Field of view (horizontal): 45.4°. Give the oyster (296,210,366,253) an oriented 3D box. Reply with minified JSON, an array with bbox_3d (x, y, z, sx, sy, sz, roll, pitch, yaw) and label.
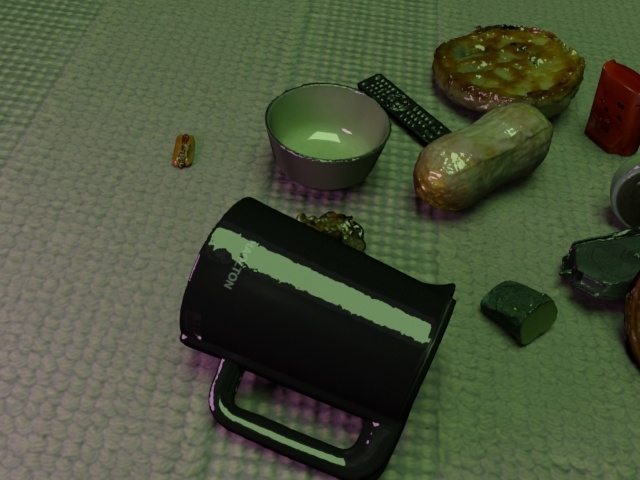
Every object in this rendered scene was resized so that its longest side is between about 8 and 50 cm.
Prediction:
[{"bbox_3d":[-0.004,0.005,1.168,0.177,0.056,0.105,-27,63,-35],"label":"oyster"}]

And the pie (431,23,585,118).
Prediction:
[{"bbox_3d":[0.368,-0.333,1.517,0.314,0.092,0.315,1,43,-1],"label":"pie"}]

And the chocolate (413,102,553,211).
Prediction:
[{"bbox_3d":[0.282,-0.146,1.291,0.309,0.134,0.134,-27,55,-31],"label":"chocolate"}]

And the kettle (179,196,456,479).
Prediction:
[{"bbox_3d":[-0.011,0.113,0.963,0.307,0.203,0.262,24,46,11],"label":"kettle"}]

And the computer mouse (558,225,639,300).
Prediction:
[{"bbox_3d":[0.479,0.047,1.179,0.231,0.071,0.126,-13,36,-7],"label":"computer mouse"}]

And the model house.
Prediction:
[{"bbox_3d":[0.289,0.099,1.117,0.078,0.066,0.083,-34,40,-20],"label":"model house"}]

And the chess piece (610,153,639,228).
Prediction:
[{"bbox_3d":[0.592,-0.125,1.336,0.139,0.139,0.272,24,36,15],"label":"chess piece"}]

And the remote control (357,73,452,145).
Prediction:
[{"bbox_3d":[0.162,-0.239,1.438,0.063,0.025,0.245,-25,55,-26],"label":"remote control"}]

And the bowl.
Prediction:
[{"bbox_3d":[0.007,-0.160,1.282,0.211,0.112,0.212,4,46,-5],"label":"bowl"}]

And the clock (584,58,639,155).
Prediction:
[{"bbox_3d":[0.543,-0.240,1.403,0.061,0.155,0.113,-25,53,-16],"label":"clock"}]

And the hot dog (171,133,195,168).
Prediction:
[{"bbox_3d":[-0.235,-0.156,1.309,0.037,0.021,0.083,0,45,-6],"label":"hot dog"}]

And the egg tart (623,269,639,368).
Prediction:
[{"bbox_3d":[0.536,0.114,1.042,0.170,0.215,0.215,3,44,-25],"label":"egg tart"}]
